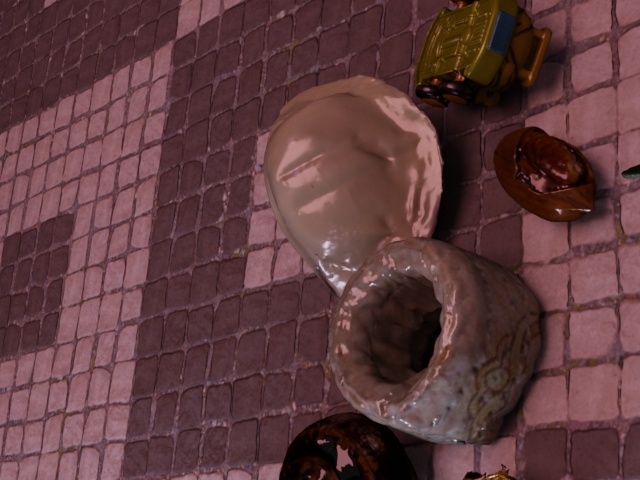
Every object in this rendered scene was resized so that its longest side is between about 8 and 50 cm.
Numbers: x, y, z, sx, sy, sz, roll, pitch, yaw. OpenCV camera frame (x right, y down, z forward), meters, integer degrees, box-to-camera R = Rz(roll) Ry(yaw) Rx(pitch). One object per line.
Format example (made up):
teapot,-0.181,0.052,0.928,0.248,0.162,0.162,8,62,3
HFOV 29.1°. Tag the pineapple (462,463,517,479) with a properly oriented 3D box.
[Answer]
pineapple,0.239,0.415,1.683,0.225,0.076,0.225,-27,51,40

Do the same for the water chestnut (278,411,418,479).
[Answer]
water chestnut,0.032,0.370,1.831,0.223,0.238,0.224,10,104,42

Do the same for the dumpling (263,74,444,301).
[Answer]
dumpling,0.063,-0.094,2.011,0.315,0.233,0.395,-24,71,38

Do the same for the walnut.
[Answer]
walnut,0.328,-0.093,1.785,0.116,0.116,0.207,-57,40,14

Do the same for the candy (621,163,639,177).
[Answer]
candy,0.513,-0.093,1.607,0.323,0.097,0.097,3,76,59

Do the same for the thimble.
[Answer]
thimble,0.163,0.154,1.798,0.291,0.195,0.291,-26,54,41

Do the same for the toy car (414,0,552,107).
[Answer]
toy car,0.255,-0.294,1.933,0.200,0.142,0.248,-70,19,-3
